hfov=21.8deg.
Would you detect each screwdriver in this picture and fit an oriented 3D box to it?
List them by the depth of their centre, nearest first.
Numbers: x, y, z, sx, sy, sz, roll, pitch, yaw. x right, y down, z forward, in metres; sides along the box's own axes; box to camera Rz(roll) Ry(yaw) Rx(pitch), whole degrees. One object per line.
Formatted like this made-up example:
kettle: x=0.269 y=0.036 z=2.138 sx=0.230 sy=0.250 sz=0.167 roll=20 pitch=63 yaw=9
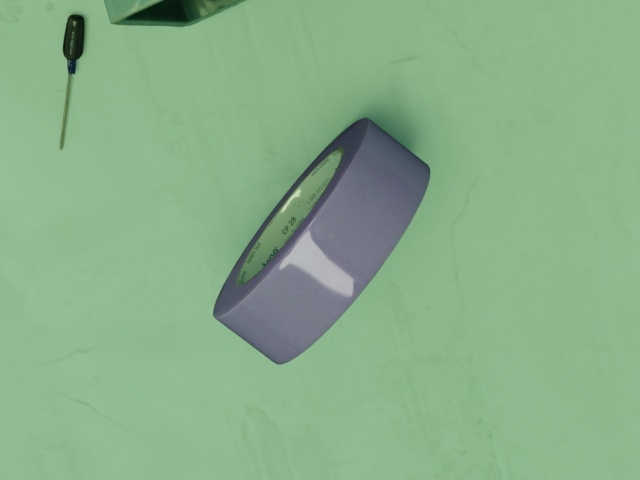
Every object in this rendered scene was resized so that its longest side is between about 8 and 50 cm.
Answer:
screwdriver: x=-0.286 y=-0.180 z=1.914 sx=0.025 sy=0.024 sz=0.169 roll=-7 pitch=123 yaw=-22

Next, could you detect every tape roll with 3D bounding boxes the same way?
tape roll: x=0.000 y=0.000 z=1.816 sx=0.090 sy=0.275 sz=0.275 roll=37 pitch=112 yaw=-11

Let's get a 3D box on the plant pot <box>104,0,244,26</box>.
plant pot: x=-0.116 y=-0.380 z=1.693 sx=0.247 sy=0.248 sz=0.252 roll=-23 pitch=90 yaw=15
